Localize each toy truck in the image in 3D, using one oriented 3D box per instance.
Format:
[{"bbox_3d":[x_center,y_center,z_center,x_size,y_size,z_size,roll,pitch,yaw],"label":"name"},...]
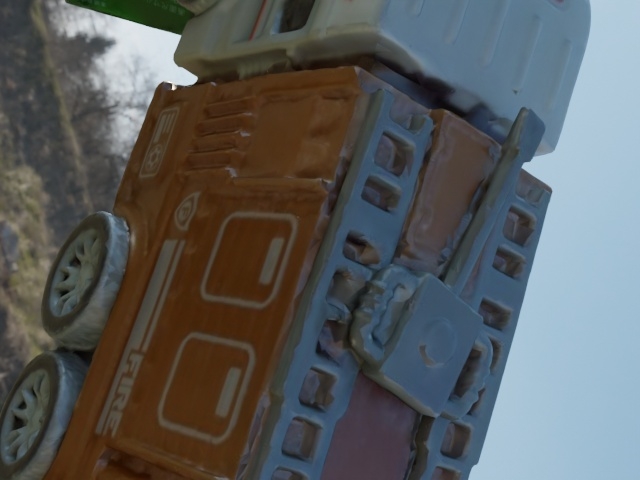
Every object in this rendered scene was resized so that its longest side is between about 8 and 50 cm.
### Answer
[{"bbox_3d":[0.000,0.000,0.478,0.207,0.173,0.388,2,-109,54],"label":"toy truck"}]

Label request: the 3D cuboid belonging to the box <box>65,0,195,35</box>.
[{"bbox_3d":[-0.062,-0.213,0.773,0.180,0.250,0.103,-70,178,-67],"label":"box"}]
